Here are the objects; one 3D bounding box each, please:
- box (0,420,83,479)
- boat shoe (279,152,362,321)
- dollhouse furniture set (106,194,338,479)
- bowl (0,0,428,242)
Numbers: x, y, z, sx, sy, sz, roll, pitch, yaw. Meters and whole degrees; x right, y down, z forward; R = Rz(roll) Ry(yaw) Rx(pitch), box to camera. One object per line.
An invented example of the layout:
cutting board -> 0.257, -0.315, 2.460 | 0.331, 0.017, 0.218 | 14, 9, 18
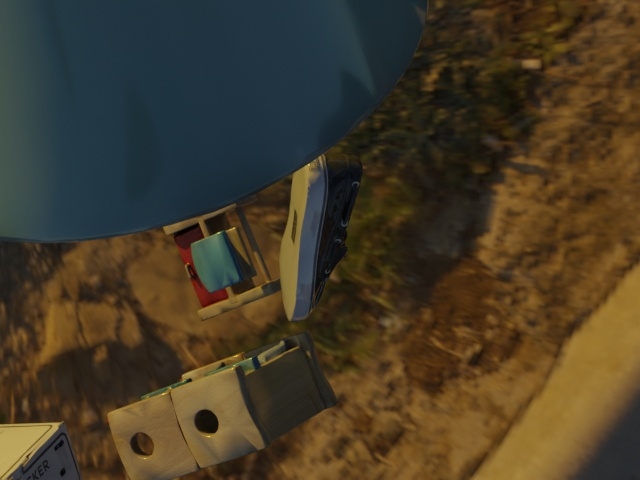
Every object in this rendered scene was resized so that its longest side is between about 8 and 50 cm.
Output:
box -> -0.363, 0.232, 1.470 | 0.290, 0.169, 0.087 | -5, 111, 23
boat shoe -> 0.000, 0.000, 1.148 | 0.040, 0.049, 0.142 | -4, 135, -14
dollhouse furniture set -> -0.099, 0.076, 1.359 | 0.129, 0.129, 0.184 | -21, 91, 27
bowl -> -0.111, -0.162, 0.865 | 0.311, 0.311, 0.163 | -22, 132, -9
